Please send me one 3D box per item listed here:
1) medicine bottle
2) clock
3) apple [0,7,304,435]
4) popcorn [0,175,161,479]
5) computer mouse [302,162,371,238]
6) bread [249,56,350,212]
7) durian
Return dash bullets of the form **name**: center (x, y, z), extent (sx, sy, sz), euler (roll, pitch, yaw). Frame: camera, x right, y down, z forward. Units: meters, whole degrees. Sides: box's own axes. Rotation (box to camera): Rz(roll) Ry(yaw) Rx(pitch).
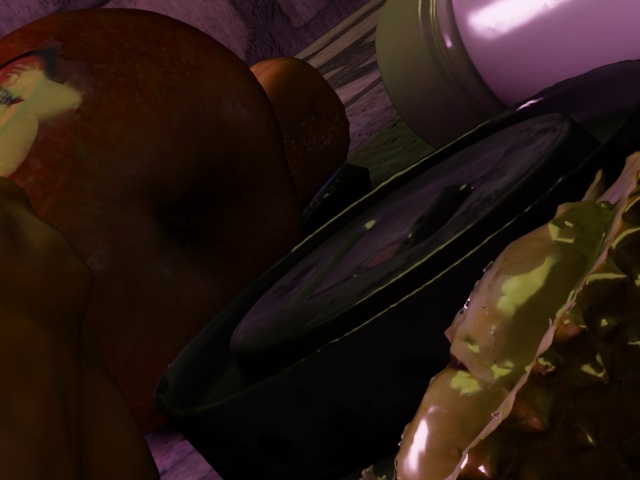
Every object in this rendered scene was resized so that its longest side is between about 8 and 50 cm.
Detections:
- **medicine bottle**: center (0.177, -0.155, 1.038), extent (0.293, 0.170, 0.170), euler (-26, 12, 48)
- **clock**: center (0.056, 0.017, 0.905), extent (0.319, 0.066, 0.319), euler (-33, 10, 7)
- **apple**: center (-0.144, -0.002, 1.104), extent (0.309, 0.277, 0.250), euler (-60, 26, -3)
- **popcorn**: center (-0.189, 0.107, 0.763), extent (0.316, 0.281, 0.297), euler (-76, 9, -72)
- **computer mouse**: center (0.000, 0.000, 1.249), extent (0.135, 0.047, 0.079), euler (-51, 3, -23)
- **bread**: center (-0.132, -0.014, 1.481), extent (0.337, 0.148, 0.328), euler (-45, 19, -24)
- **durian**: center (0.066, 0.074, 0.526), extent (0.208, 0.102, 0.146), euler (-56, -4, 29)
